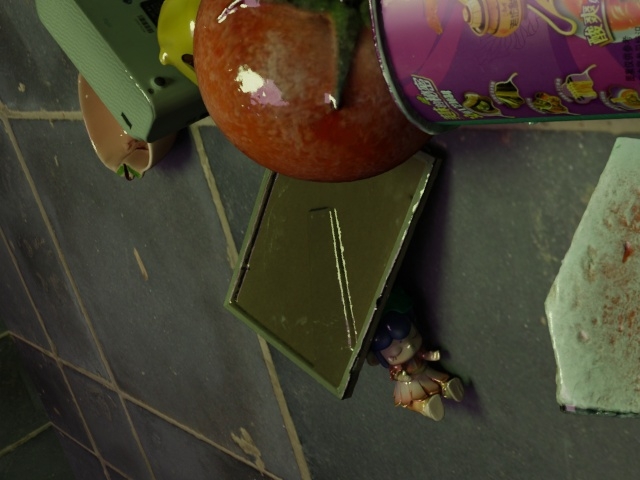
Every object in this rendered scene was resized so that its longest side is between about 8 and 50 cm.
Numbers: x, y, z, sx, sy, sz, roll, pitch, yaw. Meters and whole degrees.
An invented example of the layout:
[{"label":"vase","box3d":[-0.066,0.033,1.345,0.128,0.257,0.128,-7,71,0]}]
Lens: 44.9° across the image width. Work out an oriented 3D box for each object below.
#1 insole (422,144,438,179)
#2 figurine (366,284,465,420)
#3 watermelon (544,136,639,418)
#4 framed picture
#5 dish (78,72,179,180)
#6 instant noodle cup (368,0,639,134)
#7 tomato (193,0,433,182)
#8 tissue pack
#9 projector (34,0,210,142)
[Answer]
[{"label":"insole","box3d":[0.065,-0.082,0.989,0.232,0.003,0.080,-7,110,53]},{"label":"figurine","box3d":[0.097,0.146,1.027,0.102,0.111,0.195,-16,104,58]},{"label":"watermelon","box3d":[0.282,0.059,0.649,0.320,0.213,0.290,14,125,60]},{"label":"framed picture","box3d":[0.000,0.000,0.996,0.247,0.022,0.335,33,114,34]},{"label":"dish","box3d":[-0.307,-0.205,1.280,0.213,0.090,0.213,29,133,36]},{"label":"instant noodle cup","box3d":[0.180,-0.196,0.578,0.190,0.251,0.251,11,124,35]},{"label":"tomato","box3d":[0.004,-0.182,0.772,0.265,0.265,0.265,30,136,34]},{"label":"tissue pack","box3d":[-0.102,-0.233,0.922,0.178,0.127,0.123,36,157,-34]},{"label":"projector","box3d":[-0.220,-0.276,1.024,0.250,0.198,0.108,52,145,8]}]
